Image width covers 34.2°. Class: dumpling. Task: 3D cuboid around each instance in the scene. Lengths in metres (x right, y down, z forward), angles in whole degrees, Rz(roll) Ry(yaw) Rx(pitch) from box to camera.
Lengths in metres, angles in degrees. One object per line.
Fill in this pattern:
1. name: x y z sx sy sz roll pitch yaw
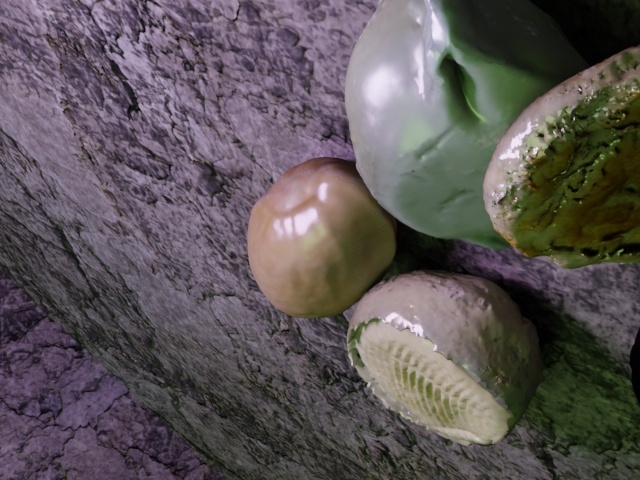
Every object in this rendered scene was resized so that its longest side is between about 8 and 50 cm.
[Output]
1. dumpling: 0.114 -0.123 0.940 0.270 0.212 0.320 36 140 12

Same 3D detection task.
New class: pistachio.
1. pistachio: 0.000 0.000 1.282 0.182 0.162 0.293 13 148 -2

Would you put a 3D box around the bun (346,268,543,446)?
1. bun: 0.160 0.128 1.281 0.259 0.152 0.259 32 153 18

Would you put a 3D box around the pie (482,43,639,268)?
1. pie: 0.266 -0.061 0.852 0.274 0.055 0.274 -9 142 -7

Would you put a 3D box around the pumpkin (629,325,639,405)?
1. pumpkin: 0.415 0.129 0.987 0.233 0.163 0.233 28 150 18
